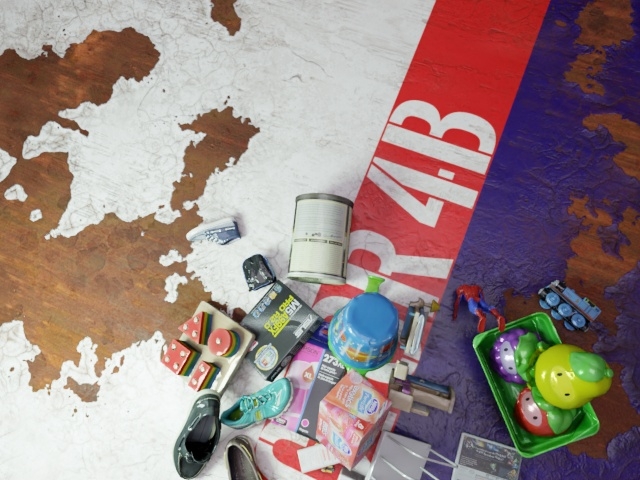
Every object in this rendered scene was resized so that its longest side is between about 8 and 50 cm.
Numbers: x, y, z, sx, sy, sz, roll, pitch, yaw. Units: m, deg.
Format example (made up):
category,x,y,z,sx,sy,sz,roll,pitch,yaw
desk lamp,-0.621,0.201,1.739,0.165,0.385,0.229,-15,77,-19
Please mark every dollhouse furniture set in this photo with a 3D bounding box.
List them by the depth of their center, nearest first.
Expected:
category,x,y,z,sx,sy,sz,roll,pitch,yaw
dollhouse furniture set,0.337,0.344,1.489,0.197,0.286,0.304,15,92,9

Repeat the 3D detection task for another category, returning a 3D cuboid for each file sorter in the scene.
category,x,y,z,sx,sy,sz,roll,pitch,yaw
file sorter,0.252,0.742,1.435,0.192,0.173,0.278,26,81,-24

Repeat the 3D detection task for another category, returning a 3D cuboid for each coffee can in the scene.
category,x,y,z,sx,sy,sz,roll,pitch,yaw
coffee can,0.000,0.000,1.644,0.201,0.201,0.276,5,79,8

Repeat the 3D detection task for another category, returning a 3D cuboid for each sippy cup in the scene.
category,x,y,z,sx,sy,sz,roll,pitch,yaw
sippy cup,0.146,0.272,1.531,0.239,0.224,0.306,-19,66,-13

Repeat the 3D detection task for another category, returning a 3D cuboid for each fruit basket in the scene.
category,x,y,z,sx,sy,sz,roll,pitch,yaw
fruit basket,0.637,0.403,1.402,0.282,0.392,0.393,-21,77,2

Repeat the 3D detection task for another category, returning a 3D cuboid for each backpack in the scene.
category,x,y,z,sx,sy,sz,roll,pitch,yaw
backpack,-0.216,0.110,1.708,0.104,0.084,0.115,-24,80,2

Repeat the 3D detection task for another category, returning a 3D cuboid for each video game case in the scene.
category,x,y,z,sx,sy,sz,roll,pitch,yaw
video game case,0.517,0.712,1.527,0.190,0.022,0.173,14,81,10

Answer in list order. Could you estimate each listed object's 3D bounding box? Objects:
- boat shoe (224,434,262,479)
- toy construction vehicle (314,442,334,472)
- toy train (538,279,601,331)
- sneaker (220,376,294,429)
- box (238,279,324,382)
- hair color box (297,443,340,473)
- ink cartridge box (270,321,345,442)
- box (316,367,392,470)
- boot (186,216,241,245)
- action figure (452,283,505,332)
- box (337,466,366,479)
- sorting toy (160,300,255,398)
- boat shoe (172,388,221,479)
category,x,y,z,sx,sy,sz,roll,pitch,yaw
boat shoe,-0.229,0.793,1.561,0.116,0.097,0.325,-20,77,2
toy construction vehicle,0.021,0.702,1.581,0.098,0.035,0.086,13,80,9
toy train,0.794,0.206,1.573,0.105,0.080,0.184,-43,74,-12
sneaker,-0.201,0.529,1.566,0.275,0.110,0.107,-36,52,15
box,-0.152,0.298,1.642,0.216,0.060,0.270,39,85,32
hair color box,0.004,0.683,1.553,0.141,0.043,0.072,-16,65,1
ink cartridge box,-0.017,0.455,1.627,0.175,0.069,0.371,18,79,10
box,0.092,0.530,1.433,0.154,0.300,0.142,37,57,23
boot,-0.384,-0.015,1.762,0.189,0.069,0.086,-21,74,0
action figure,0.485,0.232,1.532,0.091,0.280,0.139,0,110,0
box,0.087,0.779,1.523,0.087,0.101,0.102,20,81,11
sorting toy,-0.389,0.362,1.631,0.257,0.089,0.256,26,84,31
boat shoe,-0.381,0.640,1.543,0.127,0.113,0.340,16,106,-28
